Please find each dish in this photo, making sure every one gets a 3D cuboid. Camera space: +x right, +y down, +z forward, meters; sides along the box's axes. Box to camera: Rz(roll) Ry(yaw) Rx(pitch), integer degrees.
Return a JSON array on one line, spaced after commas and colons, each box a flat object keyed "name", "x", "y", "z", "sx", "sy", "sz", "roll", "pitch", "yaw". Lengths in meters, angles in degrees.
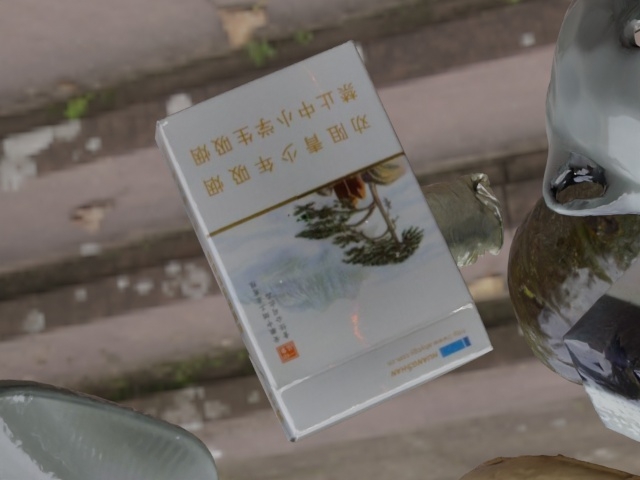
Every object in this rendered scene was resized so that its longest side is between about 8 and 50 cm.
[{"name": "dish", "x": 0.259, "y": -0.130, "z": 0.939, "sx": 0.303, "sy": 0.303, "sz": 0.120, "roll": -10, "pitch": 124, "yaw": 8}]

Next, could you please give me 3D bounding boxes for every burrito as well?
[{"name": "burrito", "x": 0.064, "y": 0.003, "z": 1.341, "sx": 0.059, "sy": 0.082, "sz": 0.275, "roll": -8, "pitch": -174, "yaw": 40}]

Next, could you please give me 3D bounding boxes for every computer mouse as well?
[{"name": "computer mouse", "x": -0.223, "y": 0.234, "z": 1.436, "sx": 0.331, "sy": 0.197, "sz": 0.095, "roll": 25, "pitch": -175, "yaw": -44}]

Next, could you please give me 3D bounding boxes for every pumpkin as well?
[{"name": "pumpkin", "x": 0.306, "y": 0.051, "z": 1.534, "sx": 0.232, "sy": 0.242, "sz": 0.325, "roll": -41, "pitch": 152, "yaw": 8}]

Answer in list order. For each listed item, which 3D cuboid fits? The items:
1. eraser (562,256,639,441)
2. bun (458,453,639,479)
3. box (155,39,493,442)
[{"name": "eraser", "x": 0.319, "y": 0.113, "z": 0.929, "sx": 0.404, "sy": 0.096, "sz": 0.098, "roll": 21, "pitch": 148, "yaw": 52}, {"name": "bun", "x": 0.212, "y": 0.311, "z": 1.324, "sx": 0.299, "sy": 0.165, "sz": 0.299, "roll": 19, "pitch": 150, "yaw": 12}, {"name": "box", "x": 0.001, "y": 0.001, "z": 1.088, "sx": 0.149, "sy": 0.233, "sz": 0.067, "roll": -23, "pitch": 175, "yaw": -7}]
